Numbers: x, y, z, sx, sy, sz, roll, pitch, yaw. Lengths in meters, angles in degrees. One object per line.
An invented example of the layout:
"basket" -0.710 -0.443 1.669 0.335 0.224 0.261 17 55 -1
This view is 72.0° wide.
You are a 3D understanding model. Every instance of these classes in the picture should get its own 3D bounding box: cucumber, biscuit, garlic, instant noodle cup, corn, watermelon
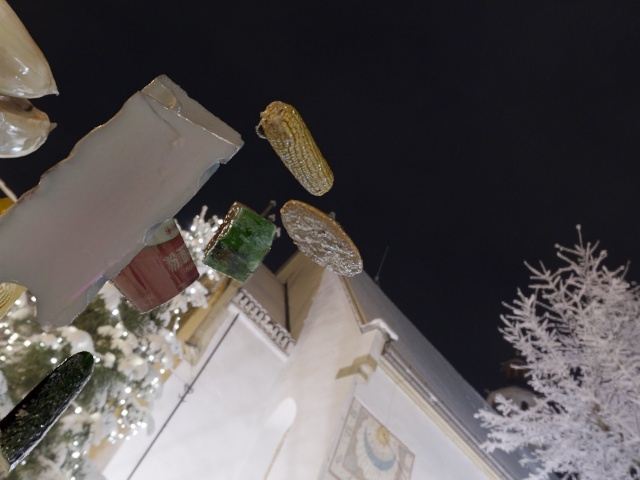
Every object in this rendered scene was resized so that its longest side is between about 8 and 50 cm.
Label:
"cucumber" -0.497 0.295 0.800 0.074 0.241 0.075 5 -62 9
"biscuit" 0.001 -0.001 0.932 0.219 0.033 0.220 34 -24 17
"garlic" -0.611 -0.299 0.740 0.286 0.249 0.313 -42 -77 1
"instant noodle cup" -0.430 0.061 1.122 0.234 0.235 0.179 -20 -73 36
"corn" -0.049 -0.212 1.089 0.106 0.107 0.293 -5 -36 28
"watermelon" -0.332 -0.011 1.680 0.151 0.264 0.302 30 4 -38

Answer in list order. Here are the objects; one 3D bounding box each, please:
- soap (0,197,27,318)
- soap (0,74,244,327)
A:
"soap" -0.690 0.063 0.873 0.096 0.204 0.324 26 -40 -8
"soap" -0.278 -0.059 0.599 0.257 0.302 0.159 -28 -63 34
